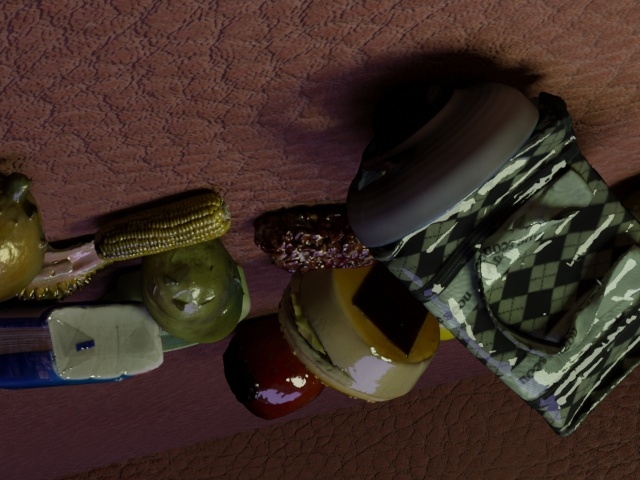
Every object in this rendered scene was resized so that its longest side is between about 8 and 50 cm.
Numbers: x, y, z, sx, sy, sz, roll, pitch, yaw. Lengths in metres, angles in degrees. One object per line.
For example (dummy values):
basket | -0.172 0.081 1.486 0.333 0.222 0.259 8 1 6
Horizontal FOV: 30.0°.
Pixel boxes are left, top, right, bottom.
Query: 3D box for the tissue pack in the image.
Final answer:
tissue pack | -0.409 0.165 1.867 0.270 0.137 0.209 -6 175 44

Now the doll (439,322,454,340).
doll | 0.206 0.106 2.334 0.363 0.145 0.199 10 113 -34

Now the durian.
durian | -0.375 0.049 1.767 0.224 0.078 0.140 -12 164 3

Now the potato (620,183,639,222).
potato | 0.654 -0.041 2.086 0.308 0.173 0.210 -16 161 3

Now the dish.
dish | 0.119 -0.127 1.470 0.273 0.134 0.273 -38 -168 10

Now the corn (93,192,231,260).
corn | -0.225 -0.016 1.688 0.203 0.072 0.072 -15 163 8

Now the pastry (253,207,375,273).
pastry | 0.001 -0.001 1.869 0.209 0.097 0.115 -2 150 -27

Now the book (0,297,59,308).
book | -0.563 0.121 1.968 0.242 0.018 0.170 -13 163 -2

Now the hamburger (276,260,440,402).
hamburger | 0.064 0.144 2.070 0.300 0.300 0.176 6 139 -47

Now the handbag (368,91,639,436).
handbag | 0.305 0.031 1.608 0.317 0.180 0.416 -42 115 12

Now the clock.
clock | -0.279 0.131 2.078 0.235 0.096 0.308 -4 161 -31

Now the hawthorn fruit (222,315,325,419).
hawthorn fruit | -0.074 0.249 2.443 0.250 0.215 0.215 -21 163 -1

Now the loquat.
loquat | -0.411 -0.005 1.455 0.204 0.149 0.172 -45 153 23

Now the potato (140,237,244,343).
potato | -0.190 0.069 1.823 0.144 0.169 0.248 13 160 19
